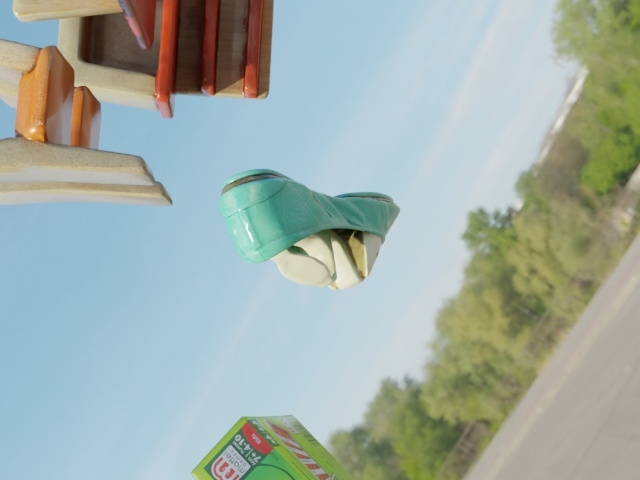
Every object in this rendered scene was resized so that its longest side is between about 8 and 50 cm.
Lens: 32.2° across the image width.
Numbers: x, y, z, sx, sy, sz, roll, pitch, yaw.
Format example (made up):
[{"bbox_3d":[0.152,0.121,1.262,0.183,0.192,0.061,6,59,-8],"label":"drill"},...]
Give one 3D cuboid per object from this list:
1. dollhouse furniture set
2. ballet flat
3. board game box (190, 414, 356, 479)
[{"bbox_3d":[-0.094,-0.145,0.587,0.259,0.135,0.262,109,164,-84],"label":"dollhouse furniture set"},{"bbox_3d":[0.000,0.000,0.933,0.083,0.087,0.247,-20,-14,27],"label":"ballet flat"},{"bbox_3d":[0.020,0.171,0.585,0.043,0.181,0.092,-48,-17,5],"label":"board game box"}]
